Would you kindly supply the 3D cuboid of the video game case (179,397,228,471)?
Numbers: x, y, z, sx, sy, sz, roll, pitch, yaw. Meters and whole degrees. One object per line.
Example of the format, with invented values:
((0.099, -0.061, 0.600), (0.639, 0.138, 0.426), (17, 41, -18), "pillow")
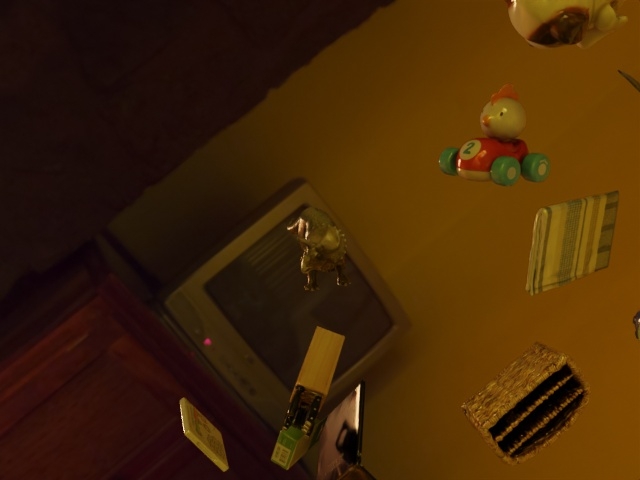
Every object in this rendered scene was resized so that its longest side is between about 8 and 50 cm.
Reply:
((-0.276, 0.457, 1.840), (0.143, 0.019, 0.157), (50, 0, -23), "video game case")

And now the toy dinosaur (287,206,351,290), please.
((0.000, 0.000, 1.606), (0.313, 0.121, 0.160), (-103, -167, -61), "toy dinosaur")

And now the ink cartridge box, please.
((-0.061, 0.588, 2.333), (0.062, 0.108, 0.209), (26, 21, 20), "ink cartridge box")

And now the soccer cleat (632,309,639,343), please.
((0.880, 0.308, 1.983), (0.121, 0.094, 0.289), (141, -66, -79), "soccer cleat")

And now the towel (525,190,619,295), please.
((0.581, 0.001, 1.785), (0.034, 0.285, 0.209), (27, -58, 48), "towel")

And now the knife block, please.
((-0.018, 0.383, 2.094), (0.088, 0.275, 0.242), (21, -1, 0), "knife block")

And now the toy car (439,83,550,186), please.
((0.438, -0.272, 1.943), (0.219, 0.210, 0.237), (20, -67, 53), "toy car")

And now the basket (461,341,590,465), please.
((0.551, 0.440, 2.000), (0.213, 0.299, 0.223), (50, -2, -4), "basket")

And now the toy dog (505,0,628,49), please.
((0.617, -0.598, 1.787), (0.284, 0.408, 0.395), (48, -7, 10), "toy dog")

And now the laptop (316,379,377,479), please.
((0.151, 0.700, 2.355), (0.237, 0.407, 0.382), (15, -35, -13), "laptop")

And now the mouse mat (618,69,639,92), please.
((0.658, -0.261, 1.510), (0.189, 0.007, 0.153), (52, 27, 16), "mouse mat")
